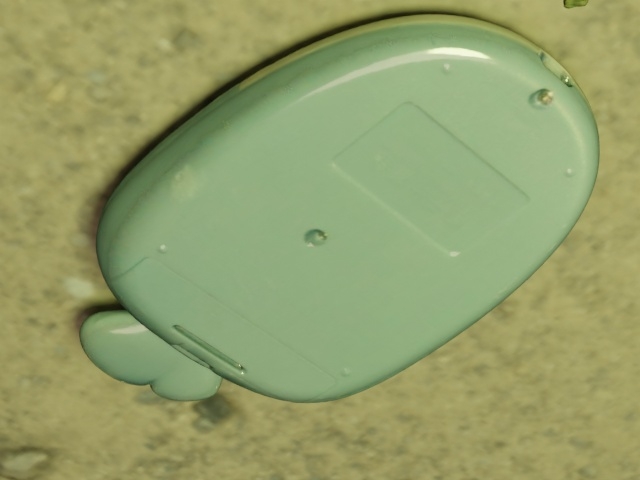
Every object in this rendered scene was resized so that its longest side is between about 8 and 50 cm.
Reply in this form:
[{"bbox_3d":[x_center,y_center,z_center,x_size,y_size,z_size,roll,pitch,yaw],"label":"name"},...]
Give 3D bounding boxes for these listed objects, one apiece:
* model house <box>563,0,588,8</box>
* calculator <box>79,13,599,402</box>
[{"bbox_3d":[0.132,-0.139,0.653,0.083,0.066,0.079,-8,136,7],"label":"model house"},{"bbox_3d":[0.000,0.000,0.808,0.188,0.042,0.302,34,123,-30],"label":"calculator"}]
